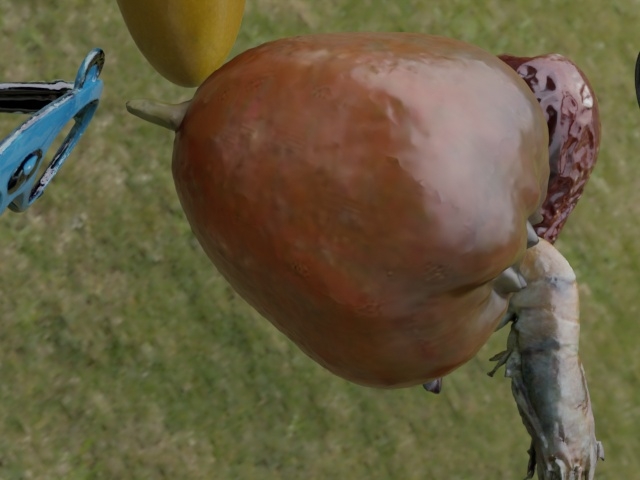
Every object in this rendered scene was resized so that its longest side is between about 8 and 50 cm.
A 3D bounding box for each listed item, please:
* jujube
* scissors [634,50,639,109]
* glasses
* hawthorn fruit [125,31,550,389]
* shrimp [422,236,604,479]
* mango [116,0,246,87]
[{"bbox_3d":[0.231,-0.097,1.629,0.168,0.168,0.236,0,97,-47],"label":"jujube"},{"bbox_3d":[0.378,-0.066,1.533,0.022,0.109,0.300,-19,117,-16],"label":"scissors"},{"bbox_3d":[-0.244,-0.044,0.838,0.239,0.207,0.102,-50,142,-50],"label":"glasses"},{"bbox_3d":[0.004,-0.034,0.811,0.251,0.199,0.199,22,37,13],"label":"hawthorn fruit"},{"bbox_3d":[0.165,0.135,1.313,0.058,0.169,0.296,24,56,-69],"label":"shrimp"},{"bbox_3d":[-0.097,-0.225,0.931,0.113,0.138,0.253,-8,103,-17],"label":"mango"}]
